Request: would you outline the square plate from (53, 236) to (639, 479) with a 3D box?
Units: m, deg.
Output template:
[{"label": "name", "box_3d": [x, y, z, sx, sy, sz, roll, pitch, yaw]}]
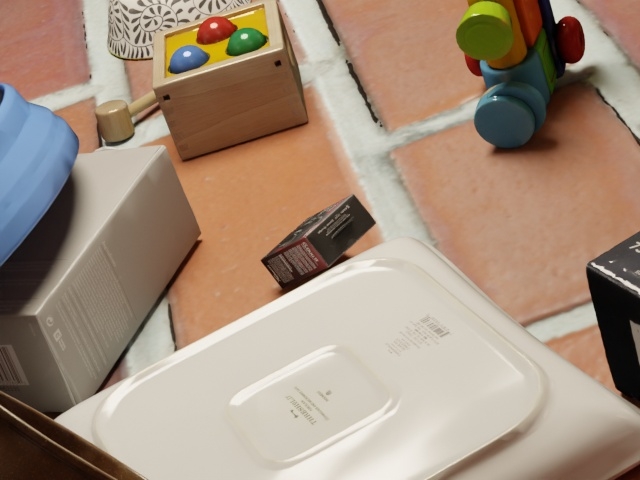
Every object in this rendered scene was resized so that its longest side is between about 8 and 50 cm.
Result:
[{"label": "square plate", "box_3d": [-0.003, 0.124, 1.116, 0.344, 0.049, 0.347, -28, 32, -13]}]

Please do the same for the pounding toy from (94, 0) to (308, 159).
[{"label": "pounding toy", "box_3d": [-0.129, -0.164, 1.601, 0.206, 0.094, 0.181, -17, 31, 4]}]

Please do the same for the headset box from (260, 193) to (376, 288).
[{"label": "headset box", "box_3d": [0.000, 0.000, 1.294, 0.062, 0.032, 0.083, -42, 8, -32]}]

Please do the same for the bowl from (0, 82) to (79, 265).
[{"label": "bowl", "box_3d": [-0.367, 0.017, 1.333, 0.391, 0.077, 0.391, -35, 21, 15]}]

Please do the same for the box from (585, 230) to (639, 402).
[{"label": "box", "box_3d": [0.298, 0.034, 1.031, 0.207, 0.108, 0.153, -29, 32, -16]}]

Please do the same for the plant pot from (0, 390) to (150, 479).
[{"label": "plant pot", "box_3d": [-0.183, 0.193, 0.976, 0.167, 0.167, 0.165, 25, 81, 50]}]

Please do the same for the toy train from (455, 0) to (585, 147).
[{"label": "toy train", "box_3d": [0.142, -0.209, 1.374, 0.105, 0.248, 0.143, -6, 38, 21]}]

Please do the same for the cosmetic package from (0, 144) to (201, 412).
[{"label": "cosmetic package", "box_3d": [-0.207, 0.027, 1.338, 0.127, 0.107, 0.238, -3, 32, 29]}]

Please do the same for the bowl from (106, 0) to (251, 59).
[{"label": "bowl", "box_3d": [-0.168, -0.276, 1.816, 0.170, 0.080, 0.170, -14, 31, 8]}]
